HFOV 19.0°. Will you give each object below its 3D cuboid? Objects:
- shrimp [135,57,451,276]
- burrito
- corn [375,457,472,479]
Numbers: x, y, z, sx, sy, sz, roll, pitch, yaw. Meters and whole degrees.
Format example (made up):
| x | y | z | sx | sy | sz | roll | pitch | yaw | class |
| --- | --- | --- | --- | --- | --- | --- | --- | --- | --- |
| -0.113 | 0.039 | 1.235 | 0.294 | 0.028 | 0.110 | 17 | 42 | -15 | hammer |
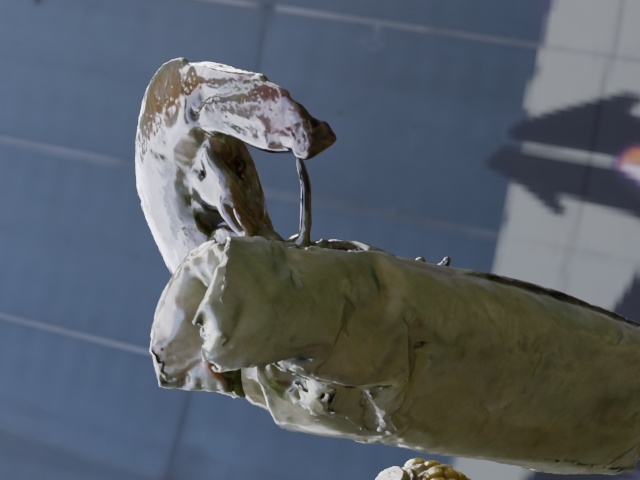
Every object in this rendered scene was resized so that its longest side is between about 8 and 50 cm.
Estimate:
| x | y | z | sx | sy | sz | roll | pitch | yaw | class |
| --- | --- | --- | --- | --- | --- | --- | --- | --- | --- |
| -0.002 | 0.001 | 0.745 | 0.052 | 0.251 | 0.144 | -37 | -60 | -32 | shrimp |
| 0.035 | 0.035 | 0.516 | 0.188 | 0.058 | 0.045 | 11 | -121 | -39 | burrito |
| 0.094 | 0.198 | 1.066 | 0.207 | 0.068 | 0.068 | 51 | -129 | -25 | corn |
